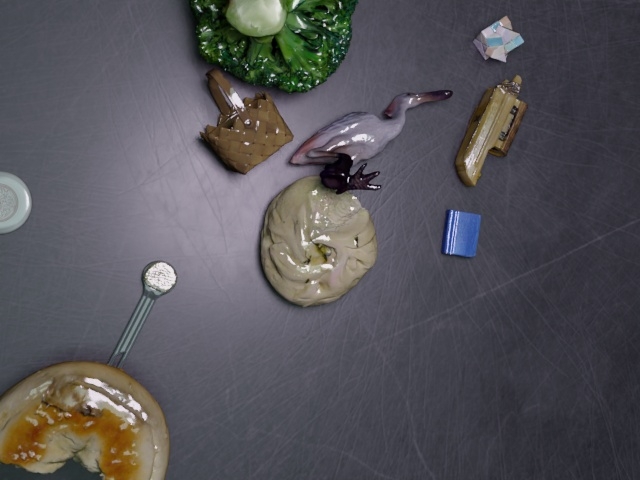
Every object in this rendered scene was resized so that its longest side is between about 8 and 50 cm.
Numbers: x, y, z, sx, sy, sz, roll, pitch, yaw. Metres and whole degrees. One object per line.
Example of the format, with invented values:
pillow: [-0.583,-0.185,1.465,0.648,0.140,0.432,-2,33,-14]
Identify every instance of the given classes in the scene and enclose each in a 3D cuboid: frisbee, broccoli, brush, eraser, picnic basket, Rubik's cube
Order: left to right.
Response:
frisbee: [-0.551,-0.065,1.559,0.110,0.014,0.110,0,90,-12]
brush: [-0.328,0.158,1.597,0.062,0.027,0.266,27,84,-10]
picnic basket: [-0.148,-0.217,1.587,0.138,0.128,0.178,-37,114,-13]
broccoli: [-0.075,-0.381,1.529,0.298,0.297,0.297,0,109,0]
eraser: [0.266,-0.012,1.725,0.063,0.027,0.084,9,87,-13]
Rubik's cube: [0.339,-0.373,1.720,0.075,0.084,0.073,-33,92,6]

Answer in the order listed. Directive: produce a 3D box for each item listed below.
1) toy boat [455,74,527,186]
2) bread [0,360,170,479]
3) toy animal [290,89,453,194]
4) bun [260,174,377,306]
toy boat: [0.326,-0.204,1.721,0.088,0.068,0.225,25,84,-16]
bread: [-0.400,0.290,1.502,0.314,0.171,0.191,8,96,-9]
toy animal: [0.080,-0.185,1.646,0.324,0.195,0.090,-47,139,-36]
bun: [0.000,0.000,1.623,0.210,0.116,0.237,-1,90,-13]
